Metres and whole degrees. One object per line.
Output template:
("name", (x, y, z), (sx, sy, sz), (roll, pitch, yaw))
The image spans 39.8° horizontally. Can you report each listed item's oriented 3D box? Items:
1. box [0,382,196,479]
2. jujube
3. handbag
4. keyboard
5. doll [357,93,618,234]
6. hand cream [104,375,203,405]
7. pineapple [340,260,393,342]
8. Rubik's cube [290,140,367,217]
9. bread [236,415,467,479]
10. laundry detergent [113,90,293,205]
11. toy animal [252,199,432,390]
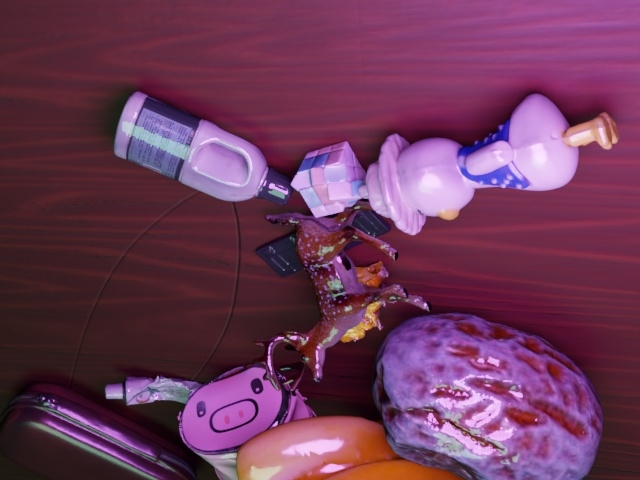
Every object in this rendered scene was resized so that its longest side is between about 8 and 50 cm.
("box", (-0.442, 0.423, 1.754), (0.403, 0.108, 0.263), (31, 138, -14))
("jujube", (0.213, 0.215, 1.202), (0.308, 0.215, 0.246), (25, 162, -12))
("handbag", (-0.115, 0.305, 1.449), (0.205, 0.179, 0.116), (-24, 133, 4))
("keyboard", (0.000, 0.000, 1.194), (0.204, 0.013, 0.061), (-24, 123, 39))
("doll", (0.171, -0.081, 0.963), (0.293, 0.138, 0.119), (-12, 90, 28))
("hand cream", (-0.255, 0.279, 1.574), (0.256, 0.050, 0.084), (6, 139, 1))
("pineapple", (0.044, 0.073, 1.229), (0.116, 0.069, 0.137), (26, 130, 0))
("Rubik's cube", (0.015, -0.067, 1.065), (0.084, 0.073, 0.075), (44, 131, -17))
("bread", (0.061, 0.414, 1.360), (0.423, 0.245, 0.329), (10, 118, -42))
("laundry detergent", (-0.139, -0.101, 1.091), (0.225, 0.070, 0.099), (23, 133, -4))
("toy animal", (0.011, 0.071, 1.168), (0.259, 0.087, 0.244), (-11, 96, 32))
